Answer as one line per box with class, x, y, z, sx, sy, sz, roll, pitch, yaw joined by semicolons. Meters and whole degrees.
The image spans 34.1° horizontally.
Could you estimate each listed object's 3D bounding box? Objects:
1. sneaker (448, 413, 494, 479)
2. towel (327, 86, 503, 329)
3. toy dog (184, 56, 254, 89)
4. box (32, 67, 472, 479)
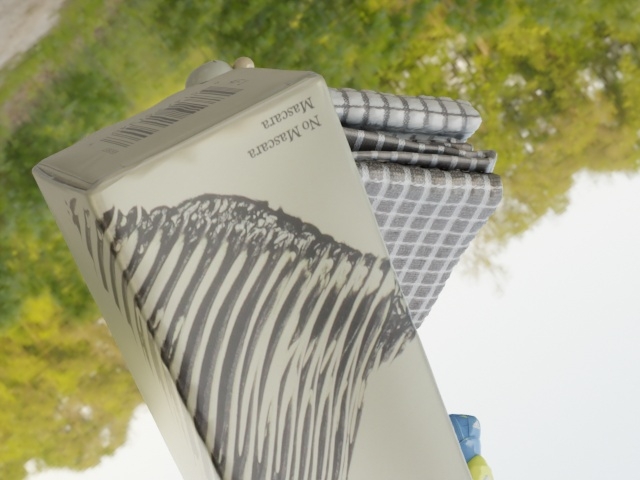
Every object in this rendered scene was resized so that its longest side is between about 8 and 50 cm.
sneaker;0.067;0.222;1.050;0.240;0.091;0.126;-9;-117;32
towel;0.000;0.000;0.896;0.235;0.121;0.283;3;143;-21
toy dog;-0.004;-0.107;1.280;0.161;0.333;0.220;-42;-159;6
box;-0.015;0.069;0.470;0.113;0.275;0.094;-31;-158;-20
